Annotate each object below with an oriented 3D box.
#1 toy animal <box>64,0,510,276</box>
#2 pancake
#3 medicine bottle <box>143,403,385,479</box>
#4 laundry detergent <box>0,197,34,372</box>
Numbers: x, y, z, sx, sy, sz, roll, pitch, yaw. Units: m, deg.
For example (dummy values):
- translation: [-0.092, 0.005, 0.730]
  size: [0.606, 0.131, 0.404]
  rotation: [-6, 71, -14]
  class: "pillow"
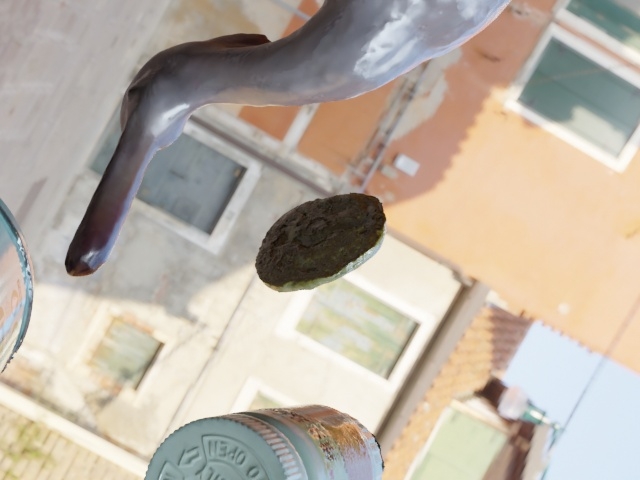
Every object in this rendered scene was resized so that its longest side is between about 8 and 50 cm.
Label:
- translation: [0.041, -0.113, 0.429]
  size: [0.090, 0.324, 0.195]
  rotation: [64, 13, -47]
  class: "toy animal"
- translation: [0.001, 0.000, 0.770]
  size: [0.108, 0.017, 0.108]
  rotation: [-16, -142, 14]
  class: "pancake"
- translation: [-0.044, 0.255, 1.115]
  size: [0.158, 0.158, 0.318]
  rotation: [-60, 159, 4]
  class: "medicine bottle"
- translation: [-0.420, 0.068, 0.946]
  size: [0.287, 0.287, 0.305]
  rotation: [-59, -169, 16]
  class: "laundry detergent"
